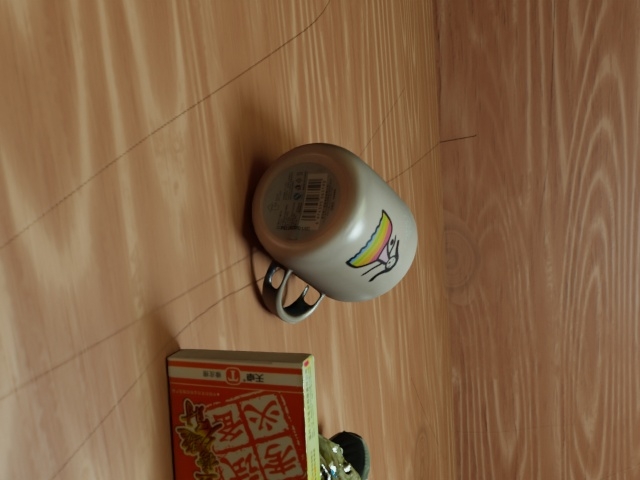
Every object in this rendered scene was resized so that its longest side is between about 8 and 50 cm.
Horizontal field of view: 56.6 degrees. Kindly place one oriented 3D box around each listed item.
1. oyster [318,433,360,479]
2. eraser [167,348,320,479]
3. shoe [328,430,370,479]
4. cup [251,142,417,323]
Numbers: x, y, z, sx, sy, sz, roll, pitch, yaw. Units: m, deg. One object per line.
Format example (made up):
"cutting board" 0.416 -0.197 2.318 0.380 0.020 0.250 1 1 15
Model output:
"oyster" -0.001 0.374 0.858 0.223 0.083 0.213 5 80 -46
"eraser" -0.080 0.233 0.631 0.038 0.158 0.230 -18 105 -71
"shoe" 0.029 0.440 0.994 0.112 0.099 0.227 67 34 -57
"cup" 0.000 0.000 0.845 0.252 0.192 0.200 -55 150 0
